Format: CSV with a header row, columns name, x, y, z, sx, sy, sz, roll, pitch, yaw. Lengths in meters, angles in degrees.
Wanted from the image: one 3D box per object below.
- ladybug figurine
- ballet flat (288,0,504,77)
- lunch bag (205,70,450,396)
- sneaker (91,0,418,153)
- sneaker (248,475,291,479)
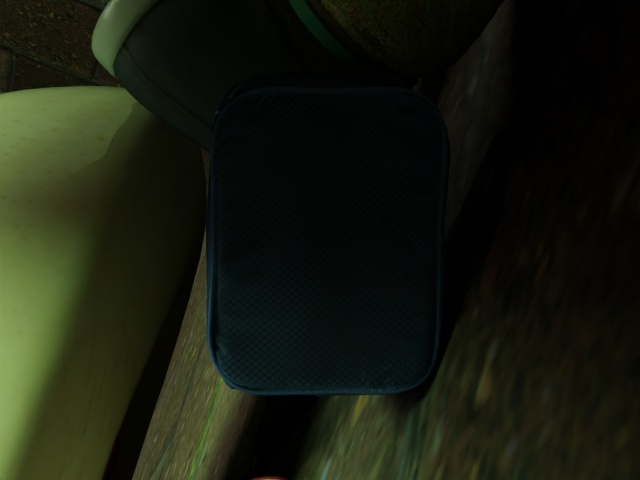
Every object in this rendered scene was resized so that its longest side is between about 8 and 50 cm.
name,x,y,z,sx,sy,sz,roll,pitch,yaw
ladybug figurine,-0.182,0.135,0.517,0.305,0.162,0.449,126,162,-82
ballet flat,0.056,-0.197,0.417,0.348,0.123,0.123,-79,13,-45
lunch bag,0.000,0.000,0.347,0.065,0.067,0.098,-112,25,-79
sneaker,0.022,-0.098,0.511,0.222,0.118,0.083,-40,-6,-25
sneaker,-0.029,0.104,0.409,0.067,0.042,0.118,-84,14,-52
